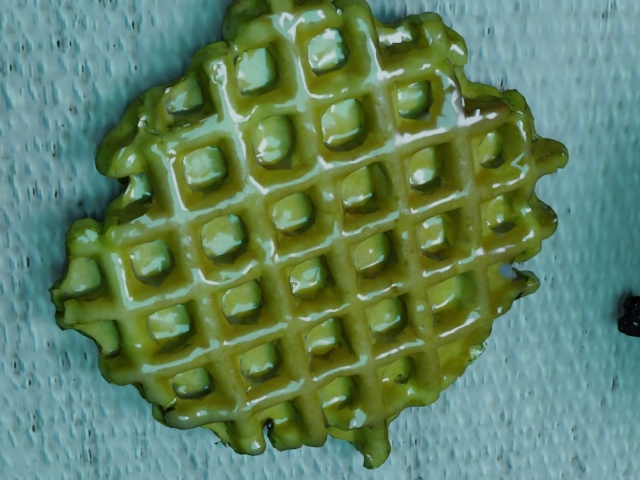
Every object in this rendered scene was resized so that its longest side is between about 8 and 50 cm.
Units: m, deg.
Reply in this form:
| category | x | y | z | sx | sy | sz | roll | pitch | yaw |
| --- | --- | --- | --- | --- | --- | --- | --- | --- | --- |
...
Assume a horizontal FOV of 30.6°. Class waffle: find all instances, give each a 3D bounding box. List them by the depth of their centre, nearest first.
| category | x | y | z | sx | sy | sz | roll | pitch | yaw |
| --- | --- | --- | --- | --- | --- | --- | --- | --- | --- |
| waffle | 0.001 | 0.001 | 0.599 | 0.245 | 0.052 | 0.254 | 30 | 99 | -25 |

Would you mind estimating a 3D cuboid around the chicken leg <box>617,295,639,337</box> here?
| category | x | y | z | sx | sy | sz | roll | pitch | yaw |
| --- | --- | --- | --- | --- | --- | --- | --- | --- | --- |
| chicken leg | 0.255 | 0.101 | 0.712 | 0.093 | 0.053 | 0.205 | -25 | 111 | 10 |
